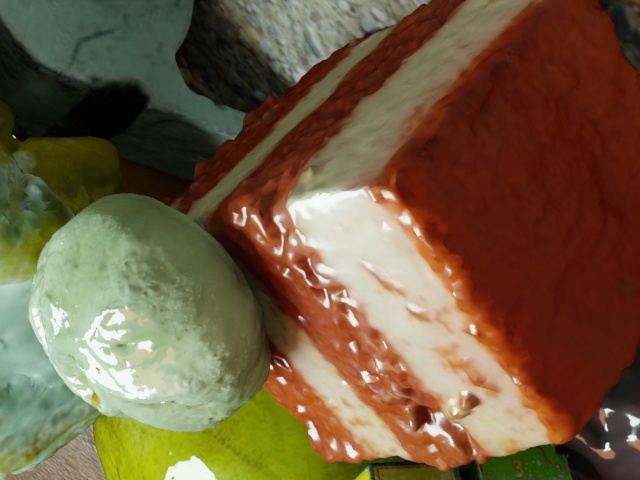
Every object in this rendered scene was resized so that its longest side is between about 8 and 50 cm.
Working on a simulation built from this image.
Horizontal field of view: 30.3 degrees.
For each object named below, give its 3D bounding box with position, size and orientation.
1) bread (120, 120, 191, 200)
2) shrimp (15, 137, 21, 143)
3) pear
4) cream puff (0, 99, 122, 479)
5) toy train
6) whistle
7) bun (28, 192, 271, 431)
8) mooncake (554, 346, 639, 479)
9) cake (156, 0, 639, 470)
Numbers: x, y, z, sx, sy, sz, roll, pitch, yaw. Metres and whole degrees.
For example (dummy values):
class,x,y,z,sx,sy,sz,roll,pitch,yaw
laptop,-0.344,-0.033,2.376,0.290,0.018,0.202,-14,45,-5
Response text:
class,x,y,z,sx,sy,sz,roll,pitch,yaw
bread,-0.165,-0.030,1.270,0.139,0.143,0.229,26,149,26
shrimp,-0.286,-0.111,1.249,0.287,0.063,0.152,-106,8,-66
pear,-0.041,0.177,1.169,0.413,0.352,0.352,-107,-1,-49
cream puff,-0.332,0.023,1.010,0.275,0.378,0.378,31,151,40
toy train,0.116,0.208,0.961,0.060,0.202,0.081,124,142,-54
whistle,-0.184,-0.149,1.089,0.405,0.188,0.168,47,150,-11
bun,-0.128,0.062,0.841,0.195,0.118,0.195,30,145,24
mooncake,0.287,0.204,1.055,0.283,0.141,0.283,27,147,19
cake,0.085,-0.005,0.879,0.270,0.269,0.319,52,150,-17
